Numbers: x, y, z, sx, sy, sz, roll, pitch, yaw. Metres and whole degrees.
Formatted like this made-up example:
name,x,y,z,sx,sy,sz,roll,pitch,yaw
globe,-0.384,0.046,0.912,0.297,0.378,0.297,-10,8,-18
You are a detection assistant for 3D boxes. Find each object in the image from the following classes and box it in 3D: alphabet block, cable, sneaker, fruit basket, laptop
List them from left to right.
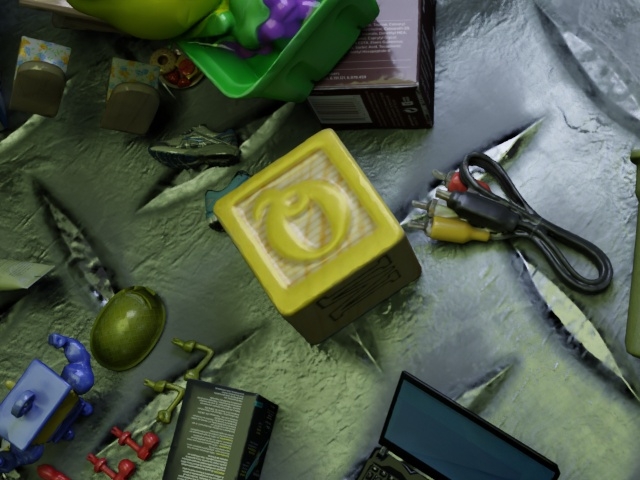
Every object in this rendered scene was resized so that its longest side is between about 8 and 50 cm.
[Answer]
name,x,y,z,sx,sy,sz,roll,pitch,yaw
sneaker,-0.183,-0.139,1.897,0.135,0.052,0.058,1,65,4
fruit basket,-0.151,-0.356,1.628,0.392,0.392,0.283,45,99,18
sneaker,-0.094,-0.076,1.851,0.162,0.063,0.073,-22,69,5
alphabet block,0.000,0.000,1.740,0.193,0.197,0.192,-36,72,0
laptop,0.140,0.345,1.651,0.234,0.136,0.264,31,83,18
cable,0.269,-0.022,1.783,0.287,0.072,0.139,25,64,4

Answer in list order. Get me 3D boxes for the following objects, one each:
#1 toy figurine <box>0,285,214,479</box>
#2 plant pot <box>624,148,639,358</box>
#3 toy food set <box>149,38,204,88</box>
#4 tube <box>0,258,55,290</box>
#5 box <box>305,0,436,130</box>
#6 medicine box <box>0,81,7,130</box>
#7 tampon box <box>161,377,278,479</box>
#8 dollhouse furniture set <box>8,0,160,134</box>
name,x,y,z,sx,sy,sz,roll,pitch,yaw
toy figurine,-0.328,0.219,1.736,0.191,0.217,0.362,37,85,18
plant pot,0.495,0.041,1.617,0.276,0.276,0.254,13,90,14
toy food set,-0.207,-0.267,1.946,0.082,0.020,0.083,-42,71,-2
tube,-0.507,0.049,1.849,0.240,0.062,0.070,1,60,12
box,0.069,-0.276,1.815,0.167,0.168,0.203,0,76,12
medicine box,-0.629,-0.295,1.944,0.263,0.149,0.289,-11,73,-5
tampon box,-0.135,0.278,1.731,0.101,0.120,0.161,11,77,13
dollhouse furniture set,-0.383,-0.389,1.799,0.394,0.256,0.362,10,69,-15
